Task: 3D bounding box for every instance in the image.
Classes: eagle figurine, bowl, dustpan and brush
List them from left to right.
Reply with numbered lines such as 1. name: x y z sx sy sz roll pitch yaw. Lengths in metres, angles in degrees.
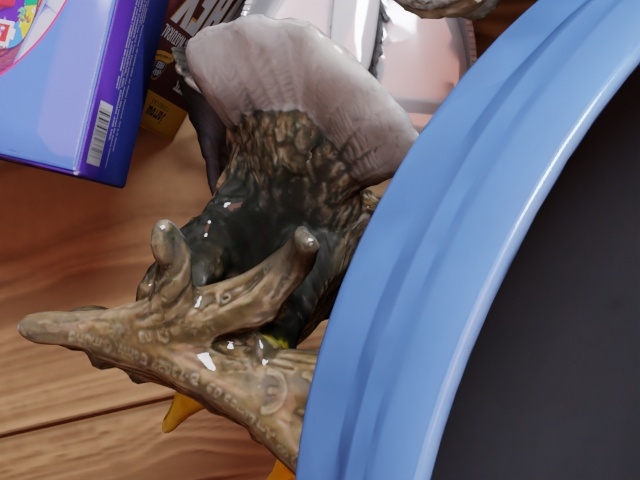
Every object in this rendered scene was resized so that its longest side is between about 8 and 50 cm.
1. eagle figurine: -0.008 0.005 0.607 0.225 0.298 0.226 -18 101 26
2. dustpan and brush: 0.024 -0.166 0.739 0.147 0.060 0.211 5 89 8
3. bowl: 0.159 0.067 0.478 0.077 0.391 0.391 23 92 51

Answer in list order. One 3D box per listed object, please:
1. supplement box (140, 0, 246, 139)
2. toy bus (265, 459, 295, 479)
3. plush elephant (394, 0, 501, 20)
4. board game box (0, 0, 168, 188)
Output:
1. supplement box: -0.132 -0.193 0.727 0.191 0.129 0.194 31 92 8
2. toy bus: 0.060 0.208 0.669 0.211 0.220 0.149 32 108 -17
3. plush elephant: 0.208 -0.162 0.626 0.272 0.330 0.255 -38 103 22
4. board game box: -0.177 -0.221 0.629 0.233 0.078 0.347 13 89 8
